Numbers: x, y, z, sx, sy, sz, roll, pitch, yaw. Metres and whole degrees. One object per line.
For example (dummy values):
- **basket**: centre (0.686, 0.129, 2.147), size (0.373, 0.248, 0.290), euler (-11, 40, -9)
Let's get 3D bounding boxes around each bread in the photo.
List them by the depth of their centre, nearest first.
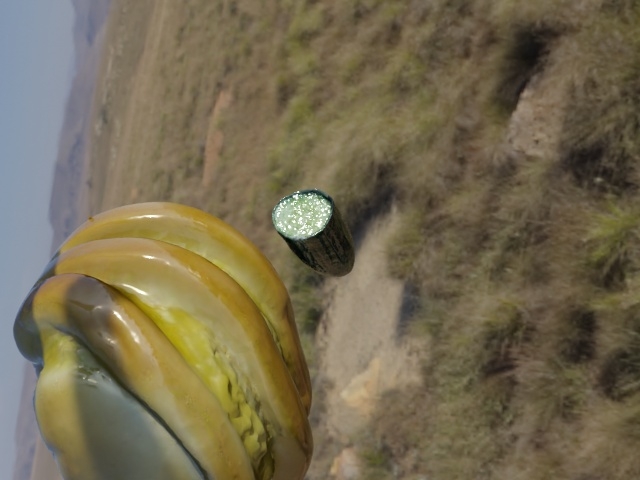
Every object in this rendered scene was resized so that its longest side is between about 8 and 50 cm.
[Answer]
- **bread**: centre (-0.112, 0.125, 0.709), size (0.270, 0.211, 0.316), euler (-107, -7, -71)

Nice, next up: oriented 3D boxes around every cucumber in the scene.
- **cucumber**: centre (0.000, 0.000, 0.640), size (0.105, 0.048, 0.048), euler (55, -147, -60)
